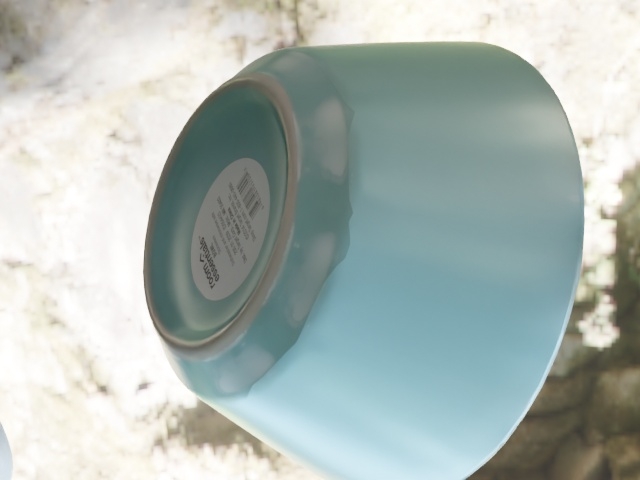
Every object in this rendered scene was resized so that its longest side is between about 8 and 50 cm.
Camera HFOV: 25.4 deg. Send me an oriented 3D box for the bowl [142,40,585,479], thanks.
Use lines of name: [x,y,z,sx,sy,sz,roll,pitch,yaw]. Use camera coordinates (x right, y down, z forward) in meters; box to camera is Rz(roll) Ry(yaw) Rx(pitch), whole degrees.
bowl: [0.000,0.000,0.898,0.163,0.311,0.311,16,-164,-32]

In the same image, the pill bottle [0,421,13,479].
pill bottle: [-0.351,0.192,1.098,0.208,0.117,0.117,-20,-149,-40]
